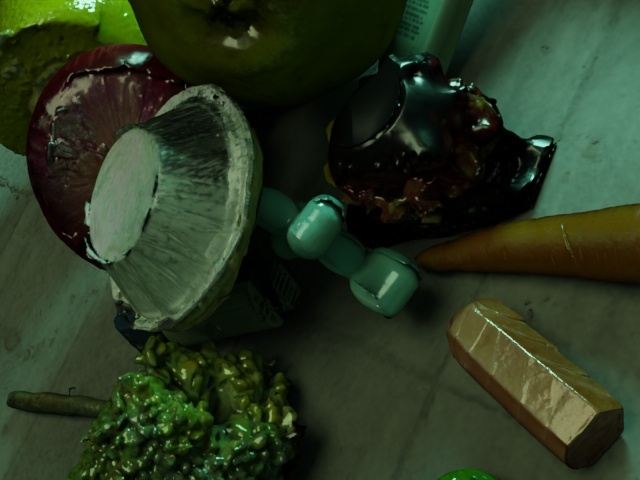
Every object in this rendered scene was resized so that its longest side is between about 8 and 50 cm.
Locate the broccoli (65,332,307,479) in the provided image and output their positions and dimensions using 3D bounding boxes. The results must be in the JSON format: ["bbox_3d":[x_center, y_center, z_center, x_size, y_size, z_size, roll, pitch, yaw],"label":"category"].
[{"bbox_3d":[-0.154,0.183,0.913,0.242,0.180,0.273,-49,45,9],"label":"broccoli"}]

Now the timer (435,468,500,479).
[{"bbox_3d":[0.104,0.247,0.751,0.140,0.047,0.128,-51,46,7],"label":"timer"}]

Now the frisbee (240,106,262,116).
[{"bbox_3d":[-0.082,-0.256,1.183,0.289,0.049,0.289,-15,59,26],"label":"frisbee"}]

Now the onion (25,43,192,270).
[{"bbox_3d":[-0.197,-0.085,1.081,0.248,0.248,0.161,-57,20,0],"label":"onion"}]

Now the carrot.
[{"bbox_3d":[0.209,0.004,0.794,0.336,0.069,0.069,-4,64,46],"label":"carrot"}]

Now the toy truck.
[{"bbox_3d":[-0.111,0.063,1.003,0.202,0.074,0.088,-15,40,31],"label":"toy truck"}]

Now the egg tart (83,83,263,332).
[{"bbox_3d":[-0.143,-0.033,0.909,0.234,0.094,0.234,-24,58,46],"label":"egg tart"}]

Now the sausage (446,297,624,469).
[{"bbox_3d":[0.154,0.099,0.780,0.065,0.065,0.169,-52,47,6],"label":"sausage"}]

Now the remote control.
[{"bbox_3d":[0.127,-0.283,0.960,0.090,0.038,0.309,39,114,53],"label":"remote control"}]

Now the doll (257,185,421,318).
[{"bbox_3d":[0.000,0.000,0.889,0.059,0.159,0.158,-56,12,-6],"label":"doll"}]

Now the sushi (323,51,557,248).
[{"bbox_3d":[0.082,-0.080,0.876,0.172,0.150,0.153,12,75,43],"label":"sushi"}]

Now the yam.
[{"bbox_3d":[-0.278,0.183,1.130,0.234,0.027,0.029,-2,39,39],"label":"yam"}]

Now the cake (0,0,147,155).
[{"bbox_3d":[-0.313,-0.215,1.222,0.260,0.179,0.156,122,145,-48],"label":"cake"}]

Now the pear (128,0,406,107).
[{"bbox_3d":[-0.046,-0.286,0.969,0.287,0.287,0.375,-31,27,24],"label":"pear"}]
